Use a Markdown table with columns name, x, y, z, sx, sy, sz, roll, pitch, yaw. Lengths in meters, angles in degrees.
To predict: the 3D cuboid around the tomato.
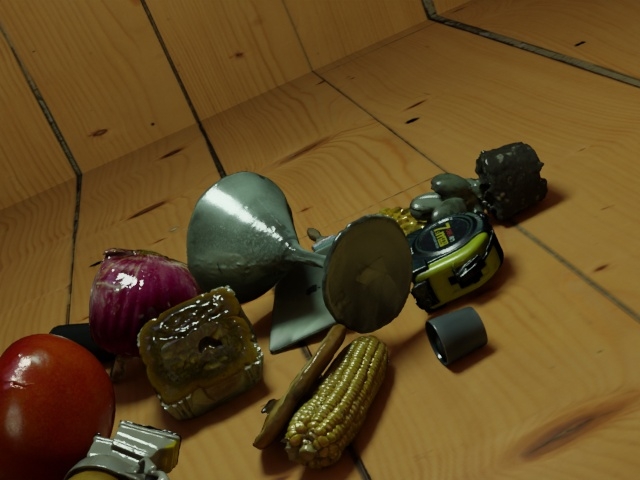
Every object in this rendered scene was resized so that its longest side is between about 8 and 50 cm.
| name | x | y | z | sx | sy | sz | roll | pitch | yaw |
| --- | --- | --- | --- | --- | --- | --- | --- | --- | --- |
| tomato | -0.471 | 0.313 | 1.645 | 0.298 | 0.226 | 0.298 | -158 | 90 | -77 |

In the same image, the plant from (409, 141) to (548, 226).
| name | x | y | z | sx | sy | sz | roll | pitch | yaw |
| --- | --- | --- | --- | --- | --- | --- | --- | --- | --- |
| plant | 0.313 | -0.092 | 1.949 | 0.275 | 0.149 | 0.146 | -25 | 6 | -10 |

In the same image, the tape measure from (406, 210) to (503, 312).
| name | x | y | z | sx | sy | sz | roll | pitch | yaw |
| --- | --- | --- | --- | --- | --- | --- | --- | --- | --- |
| tape measure | 0.242 | 0.034 | 1.772 | 0.186 | 0.112 | 0.199 | -27 | 27 | 9 |

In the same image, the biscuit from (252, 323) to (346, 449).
| name | x | y | z | sx | sy | sz | roll | pitch | yaw |
| --- | --- | --- | --- | --- | --- | --- | --- | --- | --- |
| biscuit | -0.034 | 0.237 | 1.565 | 0.260 | 0.041 | 0.203 | -53 | 2 | -41 |

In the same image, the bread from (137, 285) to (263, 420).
| name | x | y | z | sx | sy | sz | roll | pitch | yaw |
| --- | --- | --- | --- | --- | --- | --- | --- | --- | --- |
| bread | -0.214 | 0.201 | 1.739 | 0.210 | 0.109 | 0.192 | -25 | 57 | -7 |

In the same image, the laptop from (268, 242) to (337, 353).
| name | x | y | z | sx | sy | sz | roll | pitch | yaw |
| --- | --- | --- | --- | --- | --- | --- | --- | --- | --- |
| laptop | -0.013 | 0.101 | 1.907 | 0.188 | 0.015 | 0.269 | -27 | 29 | 18 |

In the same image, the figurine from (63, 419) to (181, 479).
| name | x | y | z | sx | sy | sz | roll | pitch | yaw |
| --- | --- | --- | --- | --- | --- | --- | --- | --- | --- |
| figurine | -0.334 | 0.402 | 1.448 | 0.308 | 0.143 | 0.308 | -52 | 3 | 4 |

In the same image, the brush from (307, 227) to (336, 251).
| name | x | y | z | sx | sy | sz | roll | pitch | yaw |
| --- | --- | --- | --- | --- | --- | --- | --- | --- | --- |
| brush | 0.000 | 0.000 | 2.209 | 0.070 | 0.021 | 0.196 | -27 | 20 | -8 |

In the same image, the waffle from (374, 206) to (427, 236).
| name | x | y | z | sx | sy | sz | roll | pitch | yaw |
| --- | --- | --- | --- | --- | --- | --- | --- | --- | --- |
| waffle | 0.121 | 0.002 | 2.033 | 0.249 | 0.056 | 0.253 | -17 | 25 | 15 |

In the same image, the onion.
| name | x | y | z | sx | sy | sz | roll | pitch | yaw |
| --- | --- | --- | --- | --- | --- | --- | --- | --- | --- |
| onion | -0.334 | 0.138 | 1.913 | 0.256 | 0.272 | 0.230 | -17 | 11 | -21 |

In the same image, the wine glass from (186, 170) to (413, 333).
| name | x | y | z | sx | sy | sz | roll | pitch | yaw |
| --- | --- | --- | --- | --- | --- | --- | --- | --- | --- |
| wine glass | -0.040 | 0.027 | 1.773 | 0.267 | 0.267 | 0.406 | -35 | 28 | -27 |

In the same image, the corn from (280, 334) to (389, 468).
| name | x | y | z | sx | sy | sz | roll | pitch | yaw |
| --- | --- | --- | --- | --- | --- | --- | --- | --- | --- |
| corn | 0.037 | 0.244 | 1.520 | 0.101 | 0.101 | 0.291 | -10 | 21 | 29 |

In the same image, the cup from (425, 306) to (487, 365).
| name | x | y | z | sx | sy | sz | roll | pitch | yaw |
| --- | --- | --- | --- | --- | --- | --- | --- | --- | --- |
| cup | 0.219 | 0.154 | 1.580 | 0.077 | 0.078 | 0.100 | -22 | -9 | -11 |

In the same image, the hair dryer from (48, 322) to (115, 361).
| name | x | y | z | sx | sy | sz | roll | pitch | yaw |
| --- | --- | --- | --- | --- | --- | --- | --- | --- | --- |
| hair dryer | -0.520 | 0.272 | 2.038 | 0.197 | 0.089 | 0.251 | -7 | 36 | 30 |
